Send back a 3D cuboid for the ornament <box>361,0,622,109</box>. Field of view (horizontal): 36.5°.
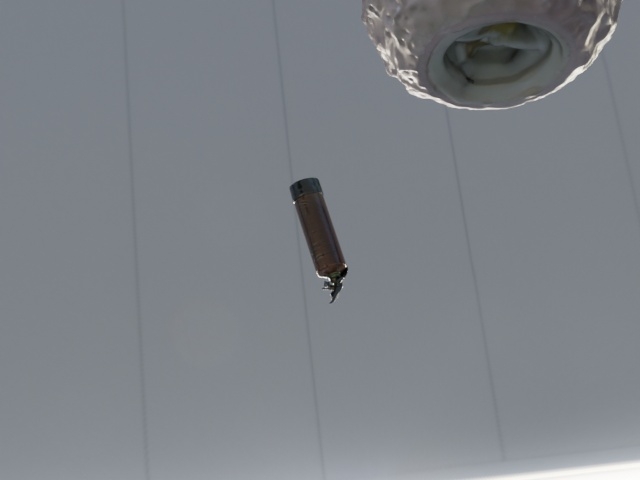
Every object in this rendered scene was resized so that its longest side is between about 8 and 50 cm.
[{"bbox_3d":[0.166,-0.261,0.945,0.259,0.259,0.225,-2,-117,4],"label":"ornament"}]

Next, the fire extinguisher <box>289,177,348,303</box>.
[{"bbox_3d":[0.000,0.000,0.653,0.022,0.028,0.083,-9,-109,-30],"label":"fire extinguisher"}]
